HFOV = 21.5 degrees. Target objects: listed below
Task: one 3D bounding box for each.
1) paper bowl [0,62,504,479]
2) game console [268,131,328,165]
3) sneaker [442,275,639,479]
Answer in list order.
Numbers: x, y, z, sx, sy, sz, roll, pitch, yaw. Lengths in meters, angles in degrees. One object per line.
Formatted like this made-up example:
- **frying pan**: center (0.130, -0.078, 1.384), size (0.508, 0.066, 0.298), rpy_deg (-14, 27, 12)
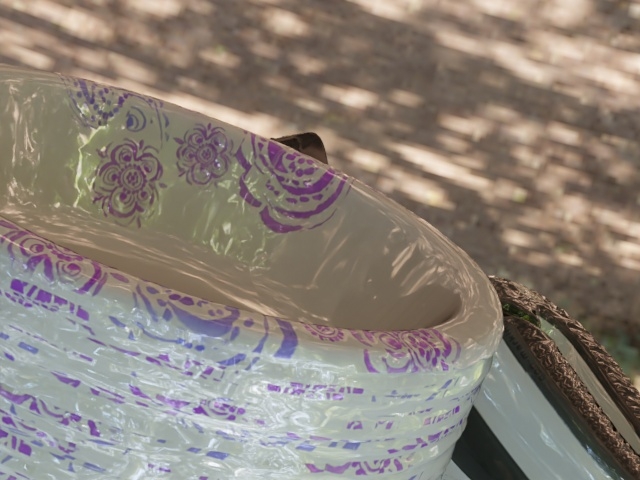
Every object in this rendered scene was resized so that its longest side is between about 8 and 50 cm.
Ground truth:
- **paper bowl**: center (-0.079, 0.041, 0.707), size (0.284, 0.148, 0.284), rpy_deg (19, -162, -6)
- **game console**: center (0.000, 0.000, 0.944), size (0.085, 0.124, 0.144), rpy_deg (-9, -176, 33)
- **sneaker**: center (0.122, 0.259, 0.826), size (0.169, 0.257, 0.447), rpy_deg (22, -150, -52)
